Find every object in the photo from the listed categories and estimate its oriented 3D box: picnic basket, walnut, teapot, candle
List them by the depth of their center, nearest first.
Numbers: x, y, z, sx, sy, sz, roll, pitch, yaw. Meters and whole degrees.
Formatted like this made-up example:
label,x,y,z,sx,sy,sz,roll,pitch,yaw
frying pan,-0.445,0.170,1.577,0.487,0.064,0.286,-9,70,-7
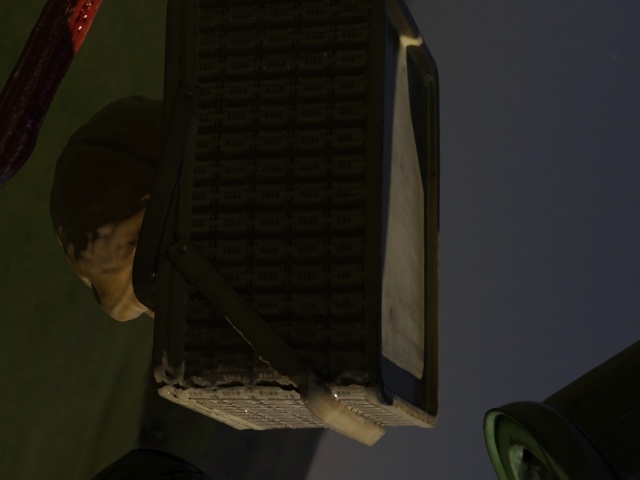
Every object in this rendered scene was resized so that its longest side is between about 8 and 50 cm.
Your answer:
label,x,y,z,sx,sy,sz,roll,pitch,yaw
picnic basket,-0.017,-0.013,1.072,0.228,0.175,0.312,43,47,-70
teapot,0.319,0.144,1.238,0.337,0.200,0.270,-29,-175,-13
candle,-0.223,-0.192,1.287,0.329,0.051,0.048,-65,-166,-7
walnut,-0.164,-0.031,1.654,0.313,0.277,0.252,119,-28,-78

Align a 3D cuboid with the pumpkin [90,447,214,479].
label,x,y,z,sx,sy,sz,roll,pitch,yaw
pumpkin,-0.120,0.268,1.208,0.140,0.202,0.202,-38,173,-16
